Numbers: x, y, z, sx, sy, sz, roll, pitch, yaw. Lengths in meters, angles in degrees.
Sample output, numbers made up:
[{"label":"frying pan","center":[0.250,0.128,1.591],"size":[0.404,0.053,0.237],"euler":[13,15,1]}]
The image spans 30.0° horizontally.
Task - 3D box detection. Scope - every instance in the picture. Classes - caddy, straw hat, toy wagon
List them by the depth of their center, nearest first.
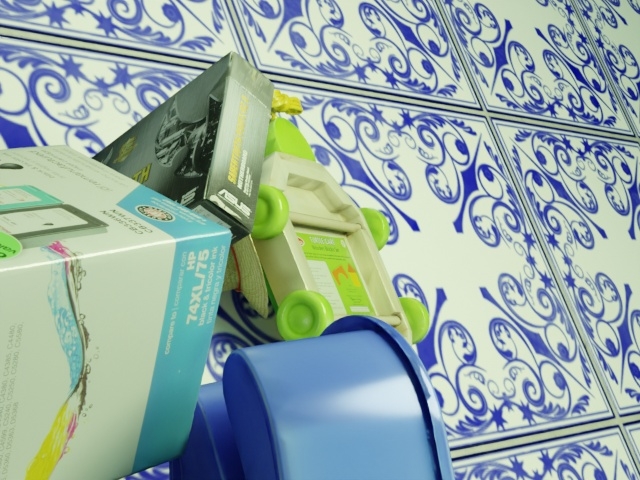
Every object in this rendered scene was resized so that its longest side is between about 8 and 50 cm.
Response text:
[{"label":"caddy","center":[0.011,0.225,0.900],"size":[0.179,0.241,0.341],"euler":[0,70,-26]},{"label":"straw hat","center":[-0.103,0.022,1.187],"size":[0.061,0.144,0.144],"euler":[-20,75,-12]},{"label":"toy wagon","center":[0.000,0.000,1.296],"size":[0.267,0.068,0.344],"euler":[9,54,-62]}]

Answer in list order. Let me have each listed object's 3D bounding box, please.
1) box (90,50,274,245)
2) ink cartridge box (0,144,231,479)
[{"label":"box","center":[-0.145,-0.038,1.054],"size":[0.056,0.231,0.183],"euler":[36,41,-31]},{"label":"ink cartridge box","center":[-0.238,0.061,0.840],"size":[0.198,0.197,0.270],"euler":[26,22,32]}]
